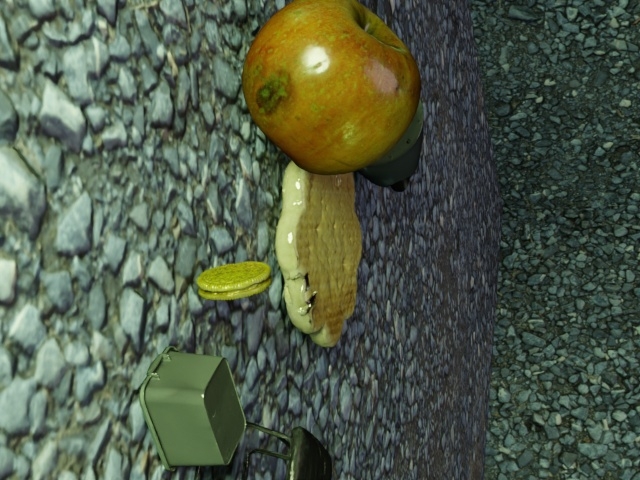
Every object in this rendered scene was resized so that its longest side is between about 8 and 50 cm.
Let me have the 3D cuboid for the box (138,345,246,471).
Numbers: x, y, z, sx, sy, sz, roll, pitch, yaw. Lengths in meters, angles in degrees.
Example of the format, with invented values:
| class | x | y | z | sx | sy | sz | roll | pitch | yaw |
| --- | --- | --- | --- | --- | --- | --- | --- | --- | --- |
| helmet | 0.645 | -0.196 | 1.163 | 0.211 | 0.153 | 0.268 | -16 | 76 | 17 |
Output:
| class | x | y | z | sx | sy | sz | roll | pitch | yaw |
| --- | --- | --- | --- | --- | --- | --- | --- | --- | --- |
| box | -0.126 | 0.173 | 0.885 | 0.084 | 0.069 | 0.122 | -62 | 146 | -52 |

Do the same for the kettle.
| class | x | y | z | sx | sy | sz | roll | pitch | yaw |
| --- | --- | --- | --- | --- | --- | --- | --- | --- | --- |
| kettle | 0.092 | -0.197 | 1.496 | 0.210 | 0.160 | 0.243 | 63 | 4 | 13 |

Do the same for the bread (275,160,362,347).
| class | x | y | z | sx | sy | sz | roll | pitch | yaw |
| --- | --- | --- | --- | --- | --- | --- | --- | --- | --- |
| bread | 0.000 | 0.000 | 1.302 | 0.316 | 0.054 | 0.316 | -3 | 90 | -70 |

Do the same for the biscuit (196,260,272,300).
| class | x | y | z | sx | sy | sz | roll | pitch | yaw |
| --- | --- | --- | --- | --- | --- | --- | --- | --- | --- |
| biscuit | -0.095 | 0.045 | 0.966 | 0.084 | 0.084 | 0.023 | -45 | 130 | -65 |

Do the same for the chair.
| class | x | y | z | sx | sy | sz | roll | pitch | yaw |
| --- | --- | --- | --- | --- | --- | --- | --- | --- | --- |
| chair | -0.015 | 0.285 | 0.966 | 0.140 | 0.221 | 0.145 | 60 | 33 | -54 |

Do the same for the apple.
| class | x | y | z | sx | sy | sz | roll | pitch | yaw |
| --- | --- | --- | --- | --- | --- | --- | --- | --- | --- |
| apple | 0.010 | -0.197 | 1.130 | 0.237 | 0.207 | 0.237 | 37 | 25 | -20 |
